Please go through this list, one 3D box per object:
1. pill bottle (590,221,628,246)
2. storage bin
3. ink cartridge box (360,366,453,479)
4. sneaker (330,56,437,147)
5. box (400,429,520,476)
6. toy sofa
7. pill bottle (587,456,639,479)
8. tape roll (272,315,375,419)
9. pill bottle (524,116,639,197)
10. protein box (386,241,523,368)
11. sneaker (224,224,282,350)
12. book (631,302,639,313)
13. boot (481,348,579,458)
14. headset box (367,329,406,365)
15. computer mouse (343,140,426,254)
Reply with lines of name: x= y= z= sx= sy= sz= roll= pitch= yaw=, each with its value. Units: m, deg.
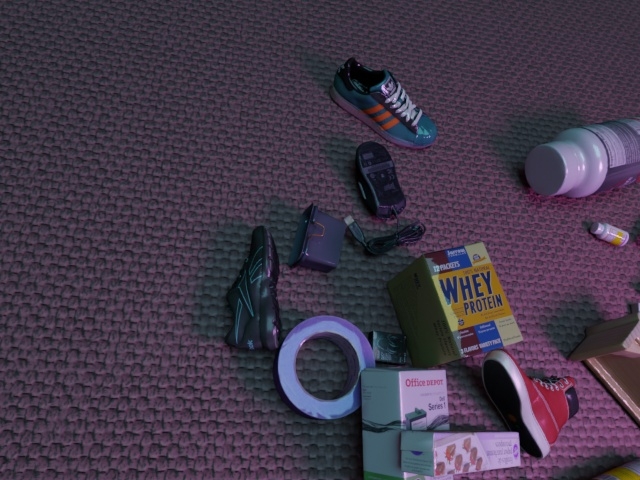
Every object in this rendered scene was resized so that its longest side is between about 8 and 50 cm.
pill bottle: x=0.745 y=-0.018 z=1.189 sx=0.083 sy=0.043 sz=0.043 roll=22 pitch=65 yaw=-4
storage bin: x=0.000 y=0.000 z=0.985 sx=0.091 sy=0.098 sz=0.135 roll=20 pitch=65 yaw=-16
ink cartridge box: x=0.156 y=0.342 z=0.830 sx=0.160 sy=0.092 sz=0.220 roll=13 pitch=71 yaw=-44
sneaker: x=0.167 y=-0.340 z=1.141 sx=0.302 sy=0.121 sz=0.108 roll=29 pitch=65 yaw=-1
box: x=0.257 y=0.370 z=0.813 sx=0.324 sy=0.067 sz=0.063 roll=21 pitch=65 yaw=-41
toy sofa: x=0.749 y=0.327 z=0.993 sx=0.177 sy=0.150 sz=0.363 roll=-34 pitch=79 yaw=-28
pill bottle: x=0.631 y=0.506 z=0.909 sx=0.214 sy=0.117 sz=0.117 roll=-11 pitch=71 yaw=-17
tape roll: x=0.006 y=0.246 z=0.889 sx=0.188 sy=0.080 sz=0.189 roll=4 pitch=68 yaw=-11
pill bottle: x=0.696 y=-0.208 z=1.181 sx=0.318 sy=0.176 sz=0.176 roll=-14 pitch=72 yaw=-18
protein box: x=0.255 y=0.137 z=0.924 sx=0.135 sy=0.201 sz=0.200 roll=-11 pitch=71 yaw=-17
sneaker: x=-0.136 y=0.086 z=0.910 sx=0.106 sy=0.101 sz=0.268 roll=-8 pitch=57 yaw=5
book: x=0.834 y=0.216 z=1.123 sx=0.144 sy=0.035 sz=0.096 roll=14 pitch=69 yaw=-7
boot: x=0.440 y=0.293 z=0.948 sx=0.176 sy=0.088 sz=0.244 roll=-34 pitch=102 yaw=-24
headset box: x=0.134 y=0.223 z=0.954 sx=0.083 sy=0.032 sz=0.062 roll=11 pitch=66 yaw=-10
computer mouse: x=0.115 y=-0.090 z=1.065 sx=0.184 sy=0.060 sz=0.262 roll=-24 pitch=87 yaw=-25
